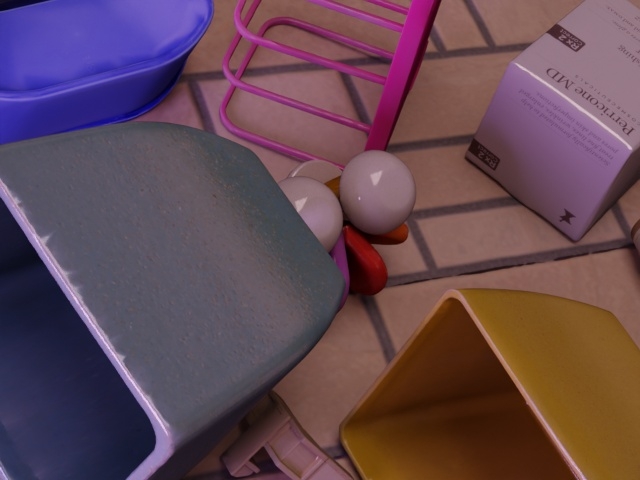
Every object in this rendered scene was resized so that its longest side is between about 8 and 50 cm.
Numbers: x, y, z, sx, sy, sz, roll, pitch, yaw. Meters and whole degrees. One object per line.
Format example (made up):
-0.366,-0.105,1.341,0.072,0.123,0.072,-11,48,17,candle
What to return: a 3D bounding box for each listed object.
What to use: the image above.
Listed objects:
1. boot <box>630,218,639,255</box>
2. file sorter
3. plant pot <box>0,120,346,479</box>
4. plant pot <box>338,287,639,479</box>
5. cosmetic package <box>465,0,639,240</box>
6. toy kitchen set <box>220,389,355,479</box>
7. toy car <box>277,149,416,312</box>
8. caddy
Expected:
0.428,0.048,1.286,0.213,0.077,0.165,0,54,-10,boot
0.021,-0.234,1.241,0.182,0.290,0.202,20,51,2,file sorter
-0.131,0.052,1.001,0.252,0.247,0.248,-26,75,-40,plant pot
0.177,0.167,1.055,0.187,0.212,0.212,-10,57,-39,plant pot
0.276,-0.131,1.324,0.151,0.151,0.184,39,53,15,cosmetic package
-0.031,0.185,1.082,0.068,0.075,0.083,-44,32,1,toy kitchen set
0.000,0.000,1.169,0.182,0.159,0.136,-21,99,-29,toy car
-0.269,-0.218,1.217,0.341,0.179,0.241,-19,84,-28,caddy
